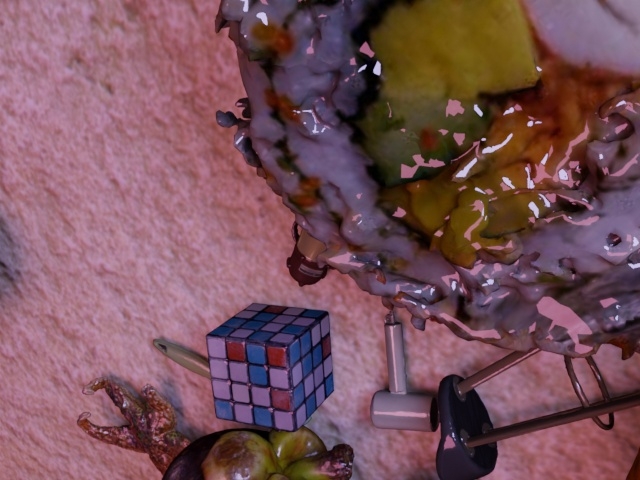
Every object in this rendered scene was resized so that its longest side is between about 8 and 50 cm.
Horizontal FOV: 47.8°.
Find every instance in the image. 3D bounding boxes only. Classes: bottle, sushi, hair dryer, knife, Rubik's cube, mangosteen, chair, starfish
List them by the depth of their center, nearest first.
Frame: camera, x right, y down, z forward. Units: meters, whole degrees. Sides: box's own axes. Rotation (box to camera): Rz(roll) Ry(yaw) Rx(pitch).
[{"bbox_3d":[0.114,-0.104,0.476,0.418,0.175,0.417,9,128,11],"label":"sushi"},{"bbox_3d":[0.187,0.128,0.612,0.222,0.104,0.095,-32,64,26],"label":"chair"},{"bbox_3d":[-0.001,-0.001,0.687,0.101,0.047,0.063,-64,39,31],"label":"bottle"},{"bbox_3d":[0.079,0.122,0.695,0.063,0.038,0.124,-2,98,25],"label":"hair dryer"},{"bbox_3d":[-0.054,0.259,0.716,0.192,0.192,0.217,46,107,6],"label":"mangosteen"},{"bbox_3d":[-0.048,0.123,0.719,0.092,0.092,0.092,4,108,26],"label":"Rubik's cube"},{"bbox_3d":[-0.101,0.153,0.802,0.207,0.014,0.030,24,116,16],"label":"knife"},{"bbox_3d":[-0.189,0.228,0.860,0.210,0.053,0.150,8,122,20],"label":"starfish"}]

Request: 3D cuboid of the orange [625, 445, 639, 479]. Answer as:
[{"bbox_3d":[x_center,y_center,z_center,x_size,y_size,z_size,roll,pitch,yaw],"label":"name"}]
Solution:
[{"bbox_3d":[0.387,0.212,0.401,0.424,0.326,0.423,22,123,38],"label":"orange"}]
